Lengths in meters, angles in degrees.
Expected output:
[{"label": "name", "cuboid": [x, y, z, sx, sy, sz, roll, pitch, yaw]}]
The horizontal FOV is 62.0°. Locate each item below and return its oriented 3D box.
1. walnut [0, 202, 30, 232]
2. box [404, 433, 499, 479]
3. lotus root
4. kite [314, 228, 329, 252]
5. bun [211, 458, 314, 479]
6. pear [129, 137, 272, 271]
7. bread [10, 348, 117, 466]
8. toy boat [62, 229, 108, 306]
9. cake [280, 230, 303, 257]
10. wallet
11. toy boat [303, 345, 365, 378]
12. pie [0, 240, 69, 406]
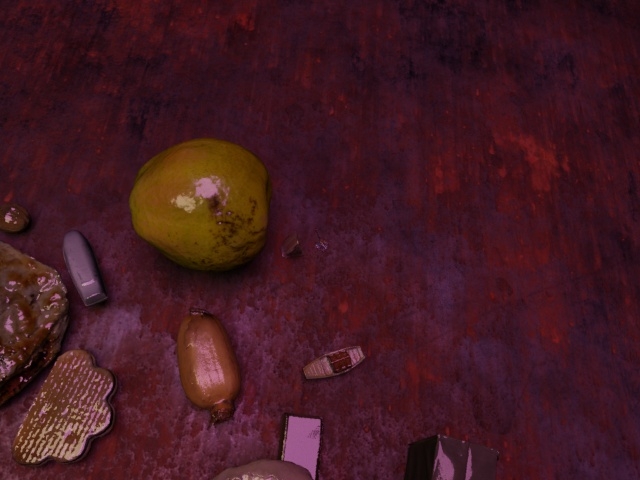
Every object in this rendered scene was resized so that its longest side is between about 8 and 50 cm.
[{"label": "walnut", "cuboid": [-0.847, -0.061, 1.464, 0.092, 0.092, 0.092, 3, 64, -7]}, {"label": "box", "cuboid": [0.301, 0.560, 1.257, 0.156, 0.231, 0.148, 16, 63, -2]}, {"label": "lotus root", "cuboid": [-0.283, 0.312, 1.342, 0.146, 0.130, 0.303, -13, 65, -16]}, {"label": "kite", "cuboid": [-0.005, 0.003, 1.603, 0.044, 0.002, 0.078, -36, 76, -22]}, {"label": "bun", "cuboid": [-0.124, 0.656, 1.154, 0.360, 0.211, 0.359, -3, 72, 9]}, {"label": "pear", "cuboid": [-0.314, -0.095, 1.412, 0.391, 0.391, 0.390, 3, 64, -7]}, {"label": "bread", "cuboid": [-0.595, 0.415, 1.285, 0.207, 0.056, 0.286, 20, 63, 5]}, {"label": "toy boat", "cuboid": [-0.640, 0.069, 1.440, 0.078, 0.085, 0.260, -24, 59, -19]}, {"label": "cake", "cuboid": [-0.069, 0.008, 1.526, 0.065, 0.121, 0.052, -3, 72, -19]}, {"label": "wallet", "cuboid": [-0.052, 0.536, 1.326, 0.110, 0.031, 0.198, 9, 64, -5]}, {"label": "toy boat", "cuboid": [0.036, 0.327, 1.420, 0.172, 0.066, 0.065, -16, 71, -15]}, {"label": "pie", "cuboid": [-0.829, 0.184, 1.296, 0.395, 0.180, 0.418, 18, 59, 0]}]
